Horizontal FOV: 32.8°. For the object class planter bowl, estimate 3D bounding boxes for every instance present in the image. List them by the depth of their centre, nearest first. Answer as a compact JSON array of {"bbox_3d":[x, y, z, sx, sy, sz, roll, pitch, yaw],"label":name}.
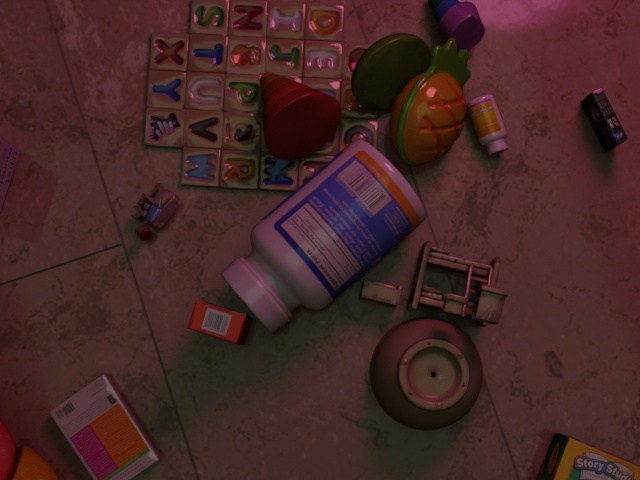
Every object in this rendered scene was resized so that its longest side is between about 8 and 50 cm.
[{"bbox_3d":[0.152,0.184,1.509,0.162,0.109,0.162,0,83,-1],"label":"planter bowl"}]

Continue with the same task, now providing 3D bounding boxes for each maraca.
[{"bbox_3d":[0.161,-0.194,1.546,0.099,0.127,0.186,24,90,33],"label":"maraca"}]

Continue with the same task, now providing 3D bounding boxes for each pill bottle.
[{"bbox_3d":[0.000,0.000,1.507,0.272,0.152,0.152,-41,86,-4],"label":"pill bottle"},{"bbox_3d":[0.245,-0.167,1.580,0.043,0.043,0.083,-19,84,-3],"label":"pill bottle"}]

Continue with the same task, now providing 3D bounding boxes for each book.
[{"bbox_3d":[-0.303,0.274,1.534,0.096,0.035,0.144,-34,85,-1],"label":"book"}]

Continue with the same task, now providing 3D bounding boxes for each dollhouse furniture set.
[{"bbox_3d":[0.157,0.047,1.497,0.182,0.161,0.101,13,84,0],"label":"dollhouse furniture set"}]

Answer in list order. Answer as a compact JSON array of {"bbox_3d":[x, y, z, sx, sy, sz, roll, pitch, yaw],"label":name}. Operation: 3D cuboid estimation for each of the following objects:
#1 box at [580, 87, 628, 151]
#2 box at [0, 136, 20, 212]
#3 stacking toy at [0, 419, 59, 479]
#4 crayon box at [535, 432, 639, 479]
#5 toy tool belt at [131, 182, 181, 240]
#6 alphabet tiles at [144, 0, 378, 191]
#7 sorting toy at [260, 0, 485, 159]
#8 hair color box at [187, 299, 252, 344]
[{"bbox_3d":[0.409,-0.173,1.571,0.018,0.067,0.083,-25,85,-3],"label":"box"},{"bbox_3d":[-0.574,-0.120,1.473,0.262,0.231,0.127,16,84,2],"label":"box"},{"bbox_3d":[-0.460,0.360,1.420,0.480,0.350,0.351,32,84,-13],"label":"stacking toy"},{"bbox_3d":[0.430,0.395,1.502,0.278,0.081,0.165,23,84,2],"label":"crayon box"},{"bbox_3d":[-0.244,-0.042,1.565,0.051,0.052,0.083,34,80,34],"label":"toy tool belt"},{"bbox_3d":[-0.084,-0.214,1.599,0.342,0.011,0.285,3,83,0],"label":"alphabet tiles"},{"bbox_3d":[0.054,-0.261,1.566,0.365,0.127,0.126,-31,56,-7],"label":"sorting toy"},{"bbox_3d":[-0.136,0.114,1.497,0.072,0.141,0.043,17,84,1],"label":"hair color box"}]
